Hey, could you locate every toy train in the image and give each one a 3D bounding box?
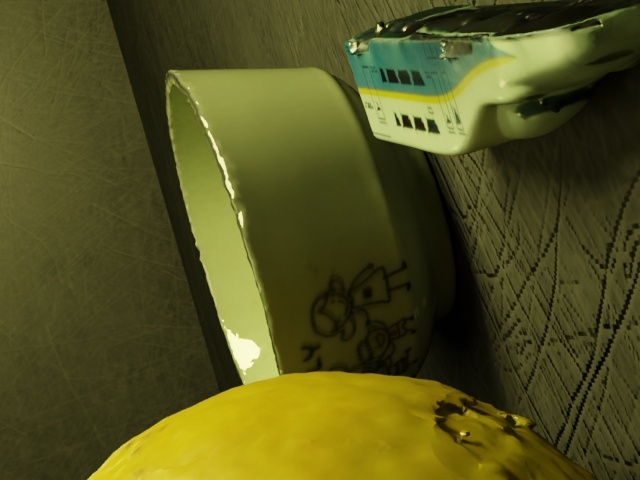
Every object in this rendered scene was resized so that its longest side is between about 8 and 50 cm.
[{"bbox_3d":[0.062,-0.058,0.553,0.234,0.052,0.051,-151,42,-75],"label":"toy train"}]

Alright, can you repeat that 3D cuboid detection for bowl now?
[{"bbox_3d":[0.000,0.000,0.811,0.211,0.112,0.211,164,90,-81],"label":"bowl"}]

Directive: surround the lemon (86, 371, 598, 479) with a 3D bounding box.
[{"bbox_3d":[0.011,0.187,0.574,0.297,0.297,0.297,164,90,-80],"label":"lemon"}]
